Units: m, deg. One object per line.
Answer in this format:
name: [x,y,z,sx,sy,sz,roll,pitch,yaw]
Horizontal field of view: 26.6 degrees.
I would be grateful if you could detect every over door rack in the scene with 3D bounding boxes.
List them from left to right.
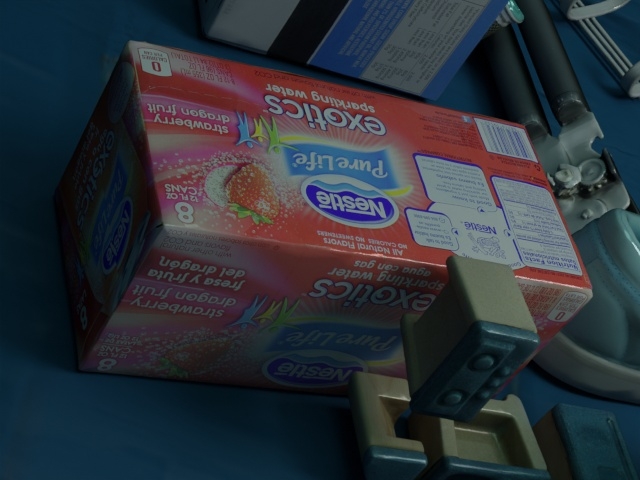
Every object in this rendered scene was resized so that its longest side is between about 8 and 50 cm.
over door rack: [0.374,-0.269,1.429,0.324,0.108,0.239,-8,56,-40]

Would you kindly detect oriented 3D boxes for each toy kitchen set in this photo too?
toy kitchen set: [0.140,0.117,0.825,0.207,0.166,0.122,12,44,-26]

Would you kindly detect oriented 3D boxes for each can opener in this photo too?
can opener: [0.203,-0.102,1.183,0.093,0.074,0.280,45,24,-49]

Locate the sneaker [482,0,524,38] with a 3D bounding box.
sneaker: [0.117,-0.223,1.237,0.065,0.076,0.166,49,5,-31]

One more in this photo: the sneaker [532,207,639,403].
sneaker: [0.329,0.056,1.034,0.366,0.150,0.135,7,48,-30]

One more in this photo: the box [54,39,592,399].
box: [0.000,0.000,0.863,0.300,0.142,0.154,8,46,-29]

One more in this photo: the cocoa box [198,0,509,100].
cocoa box: [0.029,-0.332,1.148,0.228,0.231,0.347,13,44,-25]
